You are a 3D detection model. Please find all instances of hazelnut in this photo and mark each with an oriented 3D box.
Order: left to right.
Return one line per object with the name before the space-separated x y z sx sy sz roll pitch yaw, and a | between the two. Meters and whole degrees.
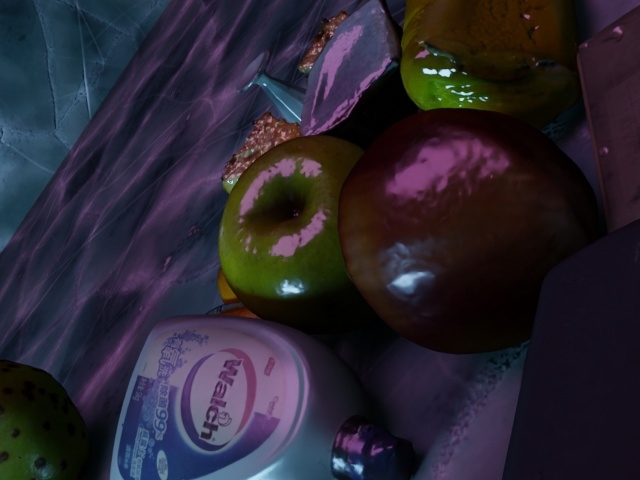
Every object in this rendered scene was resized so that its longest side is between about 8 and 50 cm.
hazelnut | 0.121 -0.011 0.756 0.208 0.208 0.208 -41 28 27

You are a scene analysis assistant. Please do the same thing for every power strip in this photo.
power strip | 0.249 -0.051 0.725 0.092 0.066 0.388 -36 28 32

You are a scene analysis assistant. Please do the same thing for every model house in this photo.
model house | 0.069 -0.142 1.050 0.165 0.152 0.106 -48 39 14

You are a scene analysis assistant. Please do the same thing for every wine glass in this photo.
wine glass | -0.027 -0.164 1.253 0.073 0.155 0.073 -45 22 25

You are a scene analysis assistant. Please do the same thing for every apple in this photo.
apple | 0.000 0.000 0.967 0.196 0.157 0.196 -21 52 29

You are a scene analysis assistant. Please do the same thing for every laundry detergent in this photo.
laundry detergent | -0.048 0.180 0.879 0.280 0.105 0.215 10 80 36

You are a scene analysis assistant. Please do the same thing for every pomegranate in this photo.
pomegranate | -0.433 0.254 1.364 0.231 0.231 0.286 -53 25 4

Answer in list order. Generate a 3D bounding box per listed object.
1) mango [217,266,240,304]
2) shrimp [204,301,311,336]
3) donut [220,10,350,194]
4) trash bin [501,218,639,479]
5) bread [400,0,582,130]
mango | -0.039 0.029 1.124 0.159 0.084 0.105 -23 20 23
shrimp | -0.119 0.186 1.044 0.222 0.054 0.290 18 79 47
donut | 0.018 -0.120 1.139 0.101 0.152 0.259 6 58 45
trash bin | 0.180 0.136 0.441 0.182 0.209 0.290 -34 26 41
bread | 0.168 -0.238 1.012 0.112 0.166 0.384 96 -178 -46
